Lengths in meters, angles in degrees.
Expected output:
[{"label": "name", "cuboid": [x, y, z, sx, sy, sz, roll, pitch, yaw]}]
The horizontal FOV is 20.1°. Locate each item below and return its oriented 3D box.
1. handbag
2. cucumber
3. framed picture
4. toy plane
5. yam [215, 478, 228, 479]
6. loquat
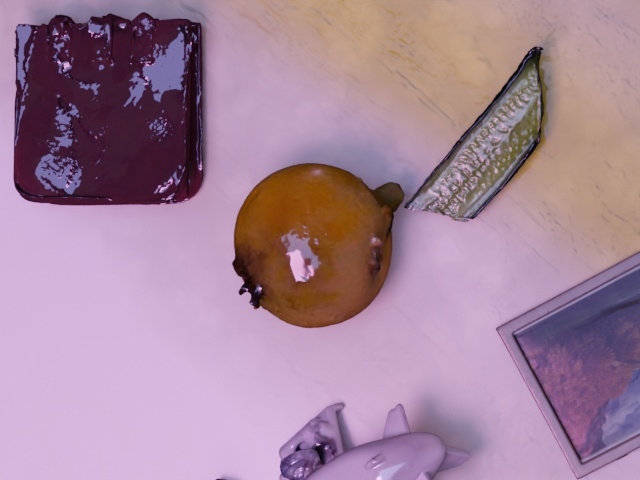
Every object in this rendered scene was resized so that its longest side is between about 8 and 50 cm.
[{"label": "handbag", "cuboid": [-0.231, -0.143, 1.970, 0.203, 0.074, 0.216, -1, 86, 12]}, {"label": "cucumber", "cuboid": [0.184, -0.099, 1.895, 0.070, 0.046, 0.220, 40, 98, 8]}, {"label": "framed picture", "cuboid": [0.332, 0.112, 1.870, 0.250, 0.016, 0.184, -28, 82, 10]}, {"label": "toy plane", "cuboid": [0.041, 0.276, 1.867, 0.245, 0.117, 0.244, -14, 69, 41]}, {"label": "yam", "cuboid": [-0.115, 0.323, 1.950, 0.033, 0.027, 0.129, 15, 89, -27]}, {"label": "loquat", "cuboid": [0.000, 0.000, 1.879, 0.204, 0.149, 0.172, -30, 81, -5]}]
